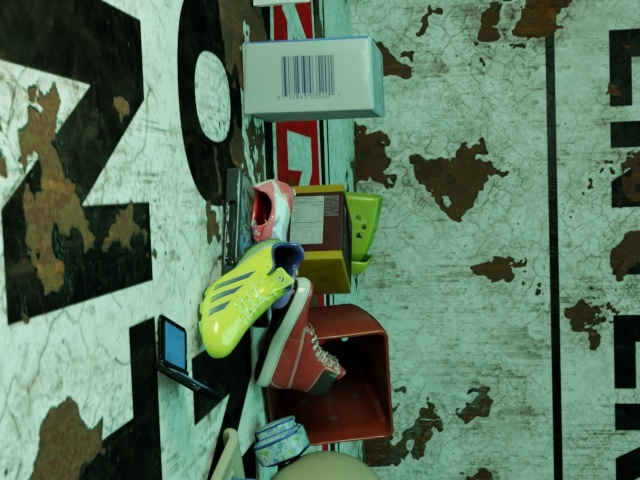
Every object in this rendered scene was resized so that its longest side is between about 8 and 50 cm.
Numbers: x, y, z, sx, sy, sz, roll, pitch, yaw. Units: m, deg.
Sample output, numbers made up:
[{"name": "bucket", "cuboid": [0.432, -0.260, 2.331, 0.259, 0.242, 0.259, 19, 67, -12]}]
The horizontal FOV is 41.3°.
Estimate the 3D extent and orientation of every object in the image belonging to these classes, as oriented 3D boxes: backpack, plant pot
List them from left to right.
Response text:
[{"name": "backpack", "cuboid": [-0.085, 0.408, 1.720, 0.114, 0.105, 0.084, -1, 67, -82]}, {"name": "plant pot", "cuboid": [-0.010, 0.552, 1.625, 0.191, 0.284, 0.284, 37, 52, -72]}, {"name": "plant pot", "cuboid": [0.009, 0.278, 1.915, 0.236, 0.267, 0.267, -102, -174, -67]}, {"name": "plant pot", "cuboid": [0.040, -0.026, 2.229, 0.228, 0.227, 0.207, -35, 130, -80]}]

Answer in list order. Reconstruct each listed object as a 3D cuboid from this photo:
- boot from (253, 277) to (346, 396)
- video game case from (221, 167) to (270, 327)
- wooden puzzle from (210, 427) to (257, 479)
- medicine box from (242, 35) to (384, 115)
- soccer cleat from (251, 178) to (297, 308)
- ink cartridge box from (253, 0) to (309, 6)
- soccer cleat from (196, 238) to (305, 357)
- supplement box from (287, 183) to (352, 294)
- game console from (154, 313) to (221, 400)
[{"name": "boot", "cuboid": [-0.015, 0.197, 1.706, 0.088, 0.176, 0.244, -113, -140, -66]}, {"name": "video game case", "cuboid": [-0.138, 0.023, 1.648, 0.275, 0.035, 0.248, 60, 30, -72]}, {"name": "wooden puzzle", "cuboid": [-0.142, 0.538, 1.395, 0.348, 0.080, 0.322, -75, 161, -61]}, {"name": "medicine box", "cuboid": [-0.006, -0.337, 1.815, 0.289, 0.263, 0.149, -31, 119, -80]}, {"name": "soccer cleat", "cuboid": [-0.098, 0.008, 1.613, 0.095, 0.083, 0.248, -4, 99, -49]}, {"name": "ink cartridge box", "cuboid": [-0.082, -0.675, 1.822, 0.223, 0.129, 0.308, -72, 159, -66]}, {"name": "soccer cleat", "cuboid": [-0.111, 0.085, 1.421, 0.093, 0.121, 0.289, 69, 28, -26]}, {"name": "supplement box", "cuboid": [0.000, 0.000, 1.978, 0.191, 0.129, 0.194, 73, 17, -61]}, {"name": "game console", "cuboid": [-0.186, 0.170, 1.217, 0.071, 0.107, 0.122, -61, 164, -10]}]
